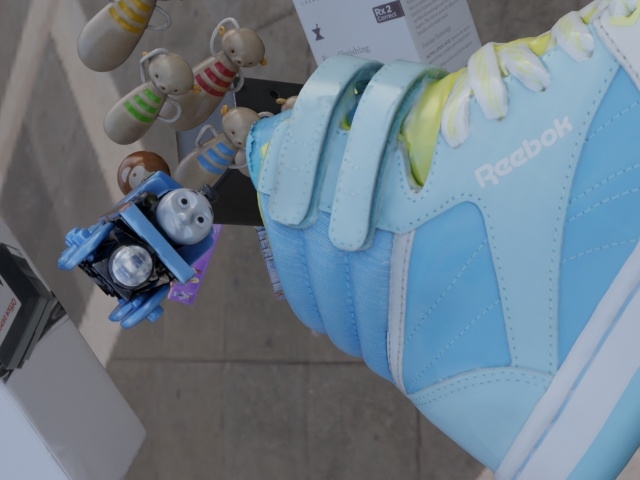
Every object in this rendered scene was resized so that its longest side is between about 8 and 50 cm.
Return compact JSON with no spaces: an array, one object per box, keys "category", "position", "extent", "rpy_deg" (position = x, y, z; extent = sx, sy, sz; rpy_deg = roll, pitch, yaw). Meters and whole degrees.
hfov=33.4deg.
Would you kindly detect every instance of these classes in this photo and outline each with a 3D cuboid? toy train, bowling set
[{"category":"toy train","position":[-0.125,0.001,0.747],"extent":[0.105,0.080,0.184],"rpy_deg":[-45,10,-13]},{"category":"bowling set","position":[-0.124,-0.130,1.108],"extent":[0.154,0.287,0.200],"rpy_deg":[-39,32,34]}]

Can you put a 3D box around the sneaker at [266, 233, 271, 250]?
[{"category":"sneaker","position":[0.000,0.000,1.637],"extent":[0.069,0.185,0.084],"rpy_deg":[-17,57,53]}]

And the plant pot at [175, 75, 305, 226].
[{"category":"plant pot","position":[-0.094,-0.141,1.561],"extent":[0.167,0.187,0.188],"rpy_deg":[-43,49,54]}]

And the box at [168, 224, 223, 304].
[{"category":"box","position":[-0.243,-0.043,2.193],"extent":[0.201,0.057,0.293],"rpy_deg":[-99,28,-58]}]

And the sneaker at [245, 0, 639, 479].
[{"category":"sneaker","position":[0.077,-0.057,0.413],"extent":[0.208,0.127,0.319],"rpy_deg":[31,118,19]}]

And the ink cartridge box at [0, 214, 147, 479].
[{"category":"ink cartridge box","position":[-0.393,0.119,0.987],"extent":[0.285,0.166,0.395],"rpy_deg":[-27,104,17]}]

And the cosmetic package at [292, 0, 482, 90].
[{"category":"cosmetic package","position":[0.082,-0.278,1.317],"extent":[0.151,0.151,0.184],"rpy_deg":[-8,113,39]}]

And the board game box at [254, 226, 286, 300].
[{"category":"board game box","position":[-0.073,0.020,1.895],"extent":[0.194,0.060,0.194],"rpy_deg":[-116,10,-79]}]
